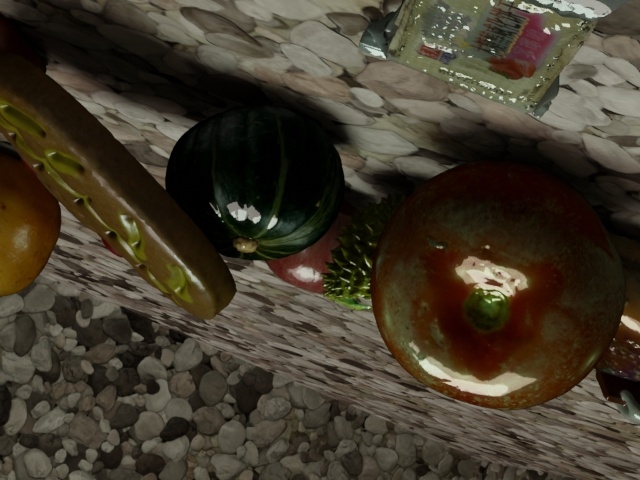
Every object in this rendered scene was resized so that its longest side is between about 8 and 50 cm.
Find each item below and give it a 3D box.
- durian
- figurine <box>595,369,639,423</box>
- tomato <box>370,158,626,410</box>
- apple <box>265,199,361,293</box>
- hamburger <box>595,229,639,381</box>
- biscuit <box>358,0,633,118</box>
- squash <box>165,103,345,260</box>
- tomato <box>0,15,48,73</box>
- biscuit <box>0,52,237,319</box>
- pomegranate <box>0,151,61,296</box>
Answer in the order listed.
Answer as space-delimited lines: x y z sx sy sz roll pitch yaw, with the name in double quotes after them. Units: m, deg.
0.123 0.030 1.694 0.237 0.176 0.200 6 150 26 "durian"
0.527 0.185 1.890 0.284 0.204 0.338 22 157 22 "figurine"
0.192 0.041 1.470 0.270 0.270 0.222 18 -161 8 "tomato"
0.000 0.000 1.836 0.153 0.120 0.153 21 -162 -7 "apple"
0.352 0.076 1.643 0.243 0.146 0.286 28 168 -6 "hamburger"
0.129 -0.180 1.008 0.186 0.079 0.309 18 169 -2 "biscuit"
-0.075 -0.068 1.577 0.218 0.172 0.218 18 161 7 "squash"
-0.455 -0.223 1.672 0.228 0.101 0.228 22 168 5 "tomato"
-0.261 -0.051 1.597 0.394 0.070 0.350 46 166 -9 "biscuit"
-0.580 -0.031 2.325 0.264 0.264 0.264 19 168 4 "pomegranate"
